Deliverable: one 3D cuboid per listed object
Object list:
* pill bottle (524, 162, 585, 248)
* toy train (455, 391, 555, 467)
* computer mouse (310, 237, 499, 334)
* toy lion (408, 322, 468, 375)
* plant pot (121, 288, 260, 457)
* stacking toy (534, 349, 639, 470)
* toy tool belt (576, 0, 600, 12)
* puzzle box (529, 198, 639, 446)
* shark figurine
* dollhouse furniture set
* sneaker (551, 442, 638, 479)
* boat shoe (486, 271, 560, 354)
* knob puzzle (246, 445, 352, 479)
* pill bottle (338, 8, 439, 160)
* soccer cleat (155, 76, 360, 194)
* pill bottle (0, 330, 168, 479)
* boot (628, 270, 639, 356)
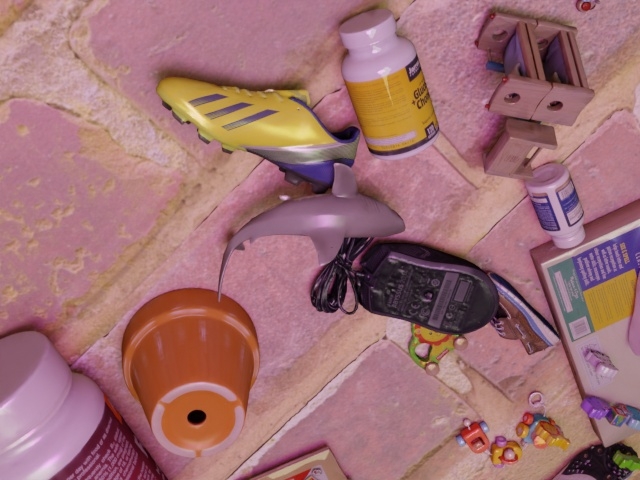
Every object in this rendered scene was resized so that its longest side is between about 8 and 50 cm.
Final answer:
[{"bbox_3d":[0.354,-0.050,1.434,0.067,0.067,0.120,-27,118,2],"label":"pill bottle"},{"bbox_3d":[0.321,0.332,1.629,0.166,0.046,0.125,-28,119,3],"label":"toy train"},{"bbox_3d":[0.137,0.053,1.446,0.272,0.072,0.189,19,113,-6],"label":"computer mouse"},{"bbox_3d":[0.177,0.152,1.521,0.096,0.034,0.100,41,103,-19],"label":"toy lion"},{"bbox_3d":[-0.181,0.202,1.380,0.205,0.188,0.205,-5,117,-9],"label":"plant pot"},{"bbox_3d":[0.483,0.283,1.581,0.221,0.052,0.167,20,112,-22],"label":"stacking toy"},{"bbox_3d":[0.362,-0.344,1.298,0.052,0.051,0.083,-11,118,-6],"label":"toy tool belt"},{"bbox_3d":[0.526,0.127,1.567,0.272,0.052,0.409,-24,118,2],"label":"puzzle box"},{"bbox_3d":[-0.026,-0.003,1.297,0.278,0.116,0.166,-13,148,6],"label":"shark figurine"},{"bbox_3d":[0.265,-0.196,1.333,0.128,0.129,0.184,8,144,-15],"label":"dollhouse furniture set"},{"bbox_3d":[0.458,0.441,1.702,0.237,0.085,0.086,-37,144,4],"label":"sneaker"},{"bbox_3d":[0.303,0.123,1.510,0.066,0.066,0.183,-42,117,12],"label":"boat shoe"},{"bbox_3d":[-0.031,0.443,1.621,0.213,0.030,0.213,-5,116,-10],"label":"knob puzzle"},{"bbox_3d":[0.087,-0.207,1.280,0.103,0.103,0.184,-22,119,0],"label":"pill bottle"},{"bbox_3d":[-0.078,-0.164,1.279,0.289,0.093,0.121,24,104,-24],"label":"soccer cleat"},{"bbox_3d":[-0.369,0.335,1.389,0.224,0.224,0.392,-26,119,2],"label":"pill bottle"},{"bbox_3d":[0.540,0.094,1.493,0.086,0.069,0.190,-8,126,-16],"label":"boot"}]
